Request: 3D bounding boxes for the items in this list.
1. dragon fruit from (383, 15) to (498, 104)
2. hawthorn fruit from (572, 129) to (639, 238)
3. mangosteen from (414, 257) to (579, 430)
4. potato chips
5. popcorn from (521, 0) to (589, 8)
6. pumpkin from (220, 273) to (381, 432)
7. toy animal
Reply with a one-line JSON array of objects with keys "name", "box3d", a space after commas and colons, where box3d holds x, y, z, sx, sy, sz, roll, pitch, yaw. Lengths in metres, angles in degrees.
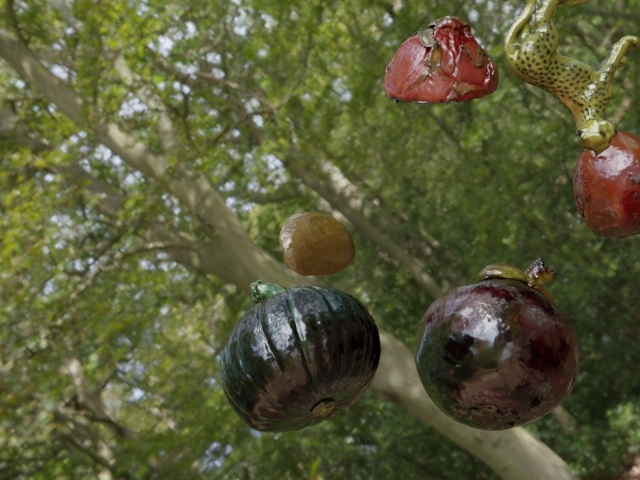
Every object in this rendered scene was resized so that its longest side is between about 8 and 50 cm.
[{"name": "dragon fruit", "box3d": [0.222, -0.345, 1.612, 0.224, 0.218, 0.148, -30, -59, -47]}, {"name": "hawthorn fruit", "box3d": [0.526, -0.118, 1.552, 0.181, 0.235, 0.181, -30, 12, 7]}, {"name": "mangosteen", "box3d": [0.305, 0.185, 1.520, 0.297, 0.293, 0.297, -7, -22, -3]}, {"name": "potato chips", "box3d": [0.000, 0.000, 1.809, 0.202, 0.150, 0.049, -2, -24, -45]}, {"name": "popcorn", "box3d": [0.425, -0.548, 1.499, 0.312, 0.312, 0.312, -41, -21, -19]}, {"name": "pumpkin", "box3d": [-0.041, 0.150, 1.290, 0.248, 0.248, 0.248, -41, -21, -19]}, {"name": "toy animal", "box3d": [0.265, -0.195, 0.959, 0.136, 0.181, 0.073, -60, 11, -13]}]
